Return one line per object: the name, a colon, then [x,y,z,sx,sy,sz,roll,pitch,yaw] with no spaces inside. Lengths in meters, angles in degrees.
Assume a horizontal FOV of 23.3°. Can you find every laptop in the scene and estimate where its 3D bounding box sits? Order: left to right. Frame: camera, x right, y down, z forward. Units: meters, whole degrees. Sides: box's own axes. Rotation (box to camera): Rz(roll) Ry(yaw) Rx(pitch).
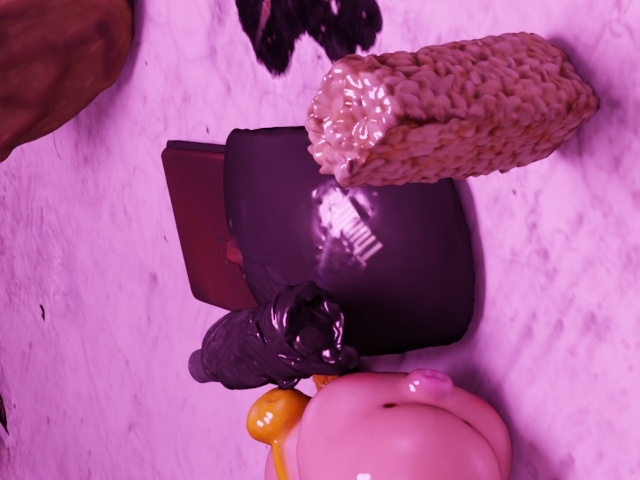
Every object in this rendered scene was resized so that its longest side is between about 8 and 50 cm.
laptop: [-0.076,-0.009,1.334,0.207,0.026,0.154,11,116,62]

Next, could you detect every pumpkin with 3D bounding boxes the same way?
pumpkin: [0.015,0.107,1.213,0.083,0.028,0.050,-136,40,-59]

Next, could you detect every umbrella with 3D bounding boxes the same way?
umbrella: [-0.042,0.072,1.075,0.235,0.059,0.066,-21,86,67]

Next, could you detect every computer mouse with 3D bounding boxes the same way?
computer mouse: [0.000,0.000,1.104,0.269,0.100,0.170,4,106,62]

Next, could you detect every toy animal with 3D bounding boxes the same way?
toy animal: [0.036,0.162,1.064,0.248,0.165,0.149,159,114,-77]

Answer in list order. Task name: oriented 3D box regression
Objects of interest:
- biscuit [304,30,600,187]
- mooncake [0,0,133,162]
biscuit: [0.072,-0.072,0.847,0.070,0.168,0.082,60,139,23]
mooncake: [-0.312,-0.185,1.402,0.156,0.284,0.284,61,151,20]
